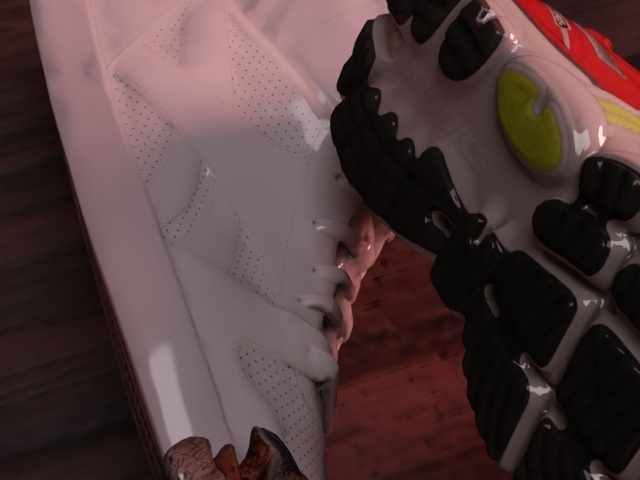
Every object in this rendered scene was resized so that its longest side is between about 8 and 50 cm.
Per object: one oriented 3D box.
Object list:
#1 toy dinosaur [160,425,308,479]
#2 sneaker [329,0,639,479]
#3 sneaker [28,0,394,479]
[{"bbox_3d":[-0.077,0.203,0.395,0.127,0.200,0.296,34,101,36],"label":"toy dinosaur"},{"bbox_3d":[0.106,0.010,0.472,0.118,0.107,0.279,8,41,-34],"label":"sneaker"},{"bbox_3d":[0.000,0.000,0.567,0.169,0.108,0.293,-13,58,-10],"label":"sneaker"}]
